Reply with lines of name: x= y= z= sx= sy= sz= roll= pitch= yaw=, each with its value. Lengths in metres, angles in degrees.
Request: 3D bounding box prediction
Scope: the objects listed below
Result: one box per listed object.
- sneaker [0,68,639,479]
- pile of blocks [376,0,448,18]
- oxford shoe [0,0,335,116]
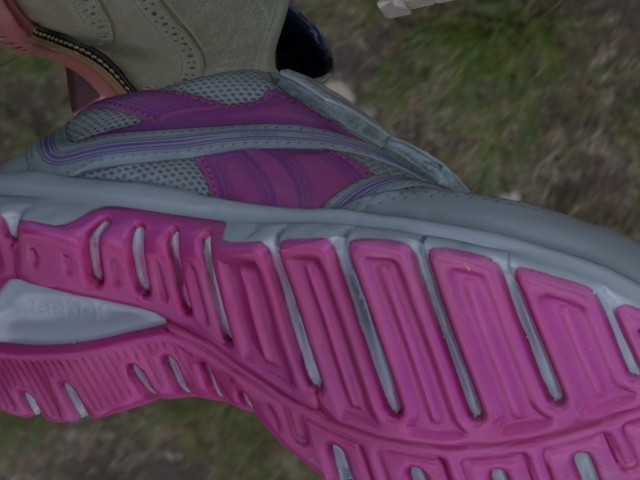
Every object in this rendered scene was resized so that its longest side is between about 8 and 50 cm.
sneaker: x=0.000 y=0.000 z=0.590 sx=0.252 sy=0.111 sz=0.103 roll=12 pitch=133 yaw=24
pile of blocks: x=0.107 y=-0.308 z=1.506 sx=0.113 sy=0.362 sz=0.149 roll=-10 pitch=121 yaw=23
oxford shoe: x=-0.085 y=-0.142 z=0.898 sx=0.130 sy=0.348 sz=0.123 roll=-18 pitch=70 yaw=9
